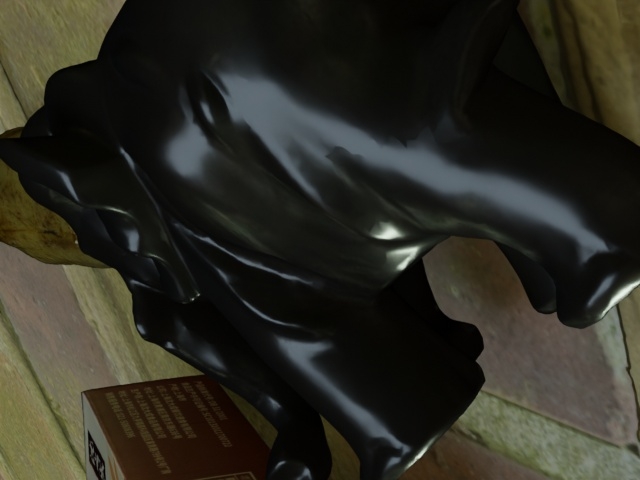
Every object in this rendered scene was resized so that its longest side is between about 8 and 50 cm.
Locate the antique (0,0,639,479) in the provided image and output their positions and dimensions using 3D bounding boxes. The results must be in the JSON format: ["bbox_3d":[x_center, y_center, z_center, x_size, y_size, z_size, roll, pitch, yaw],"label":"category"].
[{"bbox_3d":[-0.003,-0.033,0.568,0.255,0.185,0.322,43,136,3],"label":"antique"}]

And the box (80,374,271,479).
[{"bbox_3d":[-0.080,0.329,0.925,0.385,0.122,0.344,-145,51,-65],"label":"box"}]

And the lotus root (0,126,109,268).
[{"bbox_3d":[-0.202,-0.035,0.967,0.258,0.097,0.110,7,125,49],"label":"lotus root"}]
